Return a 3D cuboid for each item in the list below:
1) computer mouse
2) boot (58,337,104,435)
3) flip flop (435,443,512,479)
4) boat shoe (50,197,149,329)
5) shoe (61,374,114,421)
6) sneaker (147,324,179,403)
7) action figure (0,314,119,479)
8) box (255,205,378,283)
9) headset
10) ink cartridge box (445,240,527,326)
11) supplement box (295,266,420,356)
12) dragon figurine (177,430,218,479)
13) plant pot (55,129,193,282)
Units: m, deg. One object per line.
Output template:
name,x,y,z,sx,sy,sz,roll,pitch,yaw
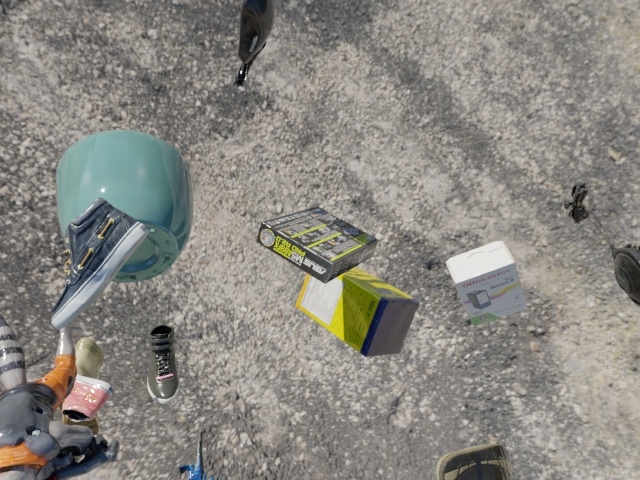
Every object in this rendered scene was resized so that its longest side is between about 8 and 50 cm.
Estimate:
computer mouse,-0.129,-0.468,0.916,0.060,0.262,0.183,19,65,-9
boot,-0.678,0.435,1.209,0.096,0.261,0.203,-4,30,-14
flip flop,0.394,0.585,1.084,0.278,0.080,0.112,10,70,-28
boat shoe,-0.331,0.030,0.588,0.083,0.065,0.183,39,85,-9
shoe,-0.571,0.354,0.958,0.178,0.063,0.081,6,37,13
sneaker,-0.554,0.416,1.466,0.105,0.146,0.295,-5,34,-21
action figure,-0.508,0.283,0.632,0.342,0.178,0.330,-12,34,-29
box,0.000,0.000,1.093,0.216,0.060,0.270,30,26,21
headset,0.693,0.010,0.845,0.243,0.185,0.394,-39,42,-10
ink cartridge box,0.448,0.120,1.134,0.155,0.212,0.093,-23,37,13
supplement box,0.118,0.216,1.435,0.195,0.357,0.193,11,103,-46
dragon figurine,-0.378,0.766,1.315,0.144,0.085,0.288,3,56,28
plant pot,-0.414,-0.053,0.915,0.294,0.292,0.235,-11,47,-15
